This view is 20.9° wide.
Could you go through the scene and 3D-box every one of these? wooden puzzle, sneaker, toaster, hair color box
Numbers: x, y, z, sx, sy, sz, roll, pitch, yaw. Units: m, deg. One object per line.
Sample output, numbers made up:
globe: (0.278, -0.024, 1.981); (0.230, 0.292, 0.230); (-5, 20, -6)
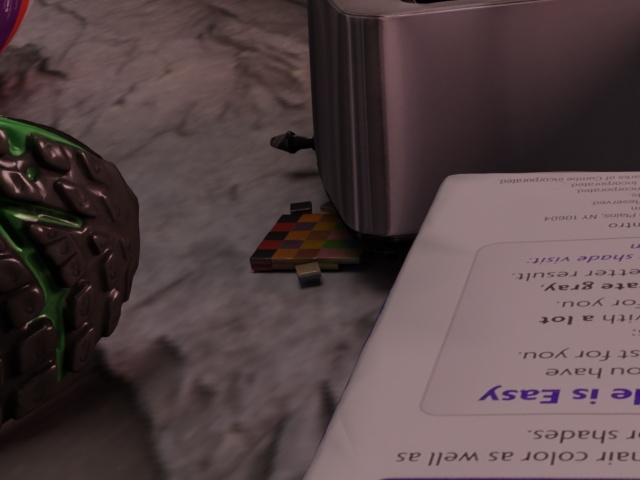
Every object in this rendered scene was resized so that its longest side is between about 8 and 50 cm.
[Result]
wooden puzzle: (0.000, 0.000, 0.753); (0.049, 0.006, 0.083); (-1, 23, 18)
sneaker: (-0.237, 0.014, 0.638); (0.343, 0.134, 0.146); (-10, 22, -3)
toaster: (0.072, -0.072, 0.753); (0.185, 0.110, 0.168); (-6, 21, -4)
hair color box: (0.091, 0.091, 0.376); (0.185, 0.110, 0.339); (0, 22, 15)

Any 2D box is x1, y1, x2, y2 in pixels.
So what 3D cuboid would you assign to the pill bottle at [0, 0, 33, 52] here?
pill bottle: (-0.281, -0.124, 0.922); (0.181, 0.181, 0.323); (-3, 23, 14)
